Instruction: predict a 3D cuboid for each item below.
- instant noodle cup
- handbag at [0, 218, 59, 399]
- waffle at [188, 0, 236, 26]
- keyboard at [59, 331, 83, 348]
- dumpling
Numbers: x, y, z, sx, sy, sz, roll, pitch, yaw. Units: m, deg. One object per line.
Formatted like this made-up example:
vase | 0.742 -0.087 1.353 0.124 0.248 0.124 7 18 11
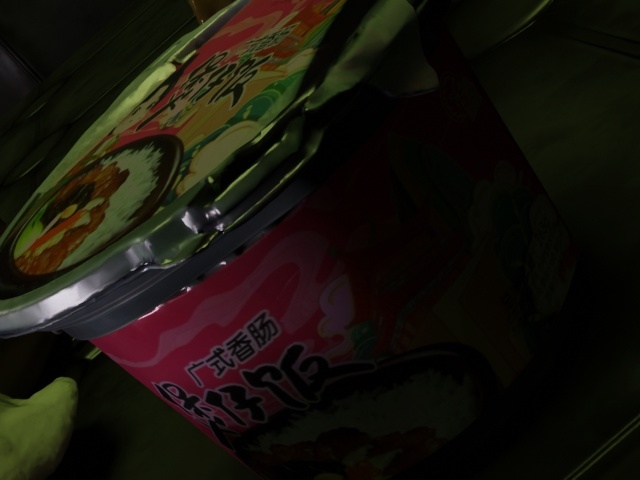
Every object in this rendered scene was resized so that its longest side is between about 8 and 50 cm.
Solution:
instant noodle cup | 0.000 0.000 0.522 0.258 0.181 0.302 -38 21 11
handbag | -0.359 0.129 0.936 0.301 0.149 0.283 -36 25 17
waffle | -0.012 -0.182 0.855 0.098 0.224 0.328 -18 26 11
keyboard | -0.223 0.057 1.037 0.063 0.010 0.198 -45 21 -13
dumpling | -0.238 0.159 0.704 0.162 0.132 0.250 -33 3 35
